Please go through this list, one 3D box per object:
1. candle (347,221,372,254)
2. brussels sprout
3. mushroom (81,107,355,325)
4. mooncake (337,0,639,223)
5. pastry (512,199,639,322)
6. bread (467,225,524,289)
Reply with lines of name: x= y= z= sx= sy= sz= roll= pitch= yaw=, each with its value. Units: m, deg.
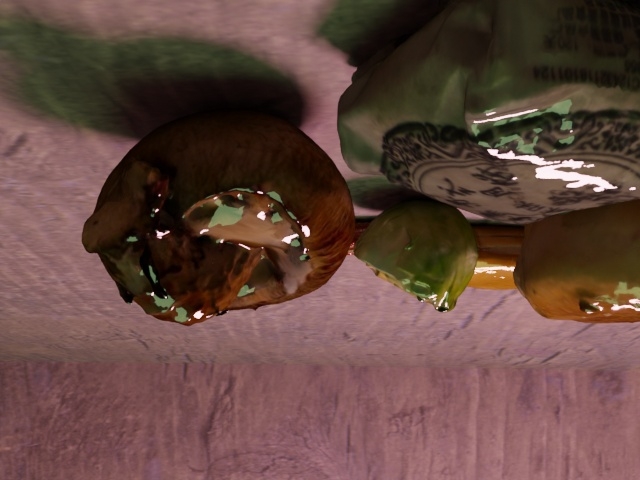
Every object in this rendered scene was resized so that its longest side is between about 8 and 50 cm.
candle: x=0.000 y=0.000 z=1.336 sx=0.329 sy=0.048 sz=0.051 roll=-1 pitch=151 yaw=8
brussels sprout: x=0.124 y=0.006 z=1.215 sx=0.152 sy=0.122 sz=0.149 roll=31 pitch=179 yaw=45
mushroom: x=-0.101 y=-0.023 z=0.950 sx=0.263 sy=0.195 sz=0.283 roll=-14 pitch=177 yaw=25
mooncake: x=0.162 y=-0.095 z=0.762 sx=0.255 sy=0.136 sz=0.250 roll=7 pitch=169 yaw=-19
pastry: x=0.351 y=-0.013 z=0.968 sx=0.316 sy=0.184 sz=0.284 roll=1 pitch=173 yaw=-3
bread: x=0.263 y=0.024 z=1.371 sx=0.201 sy=0.077 sz=0.116 roll=3 pitch=158 yaw=-8
